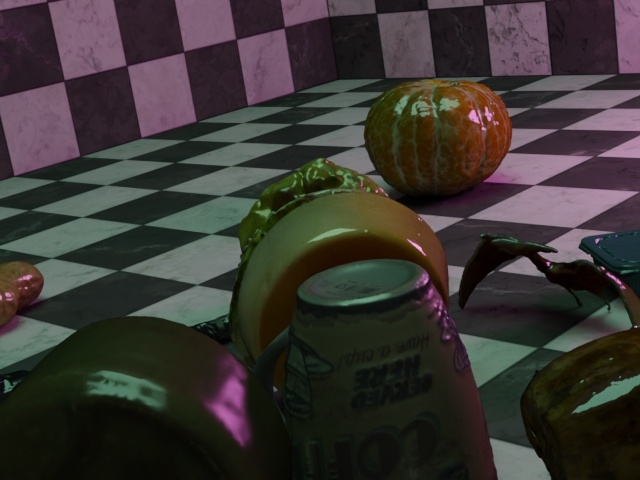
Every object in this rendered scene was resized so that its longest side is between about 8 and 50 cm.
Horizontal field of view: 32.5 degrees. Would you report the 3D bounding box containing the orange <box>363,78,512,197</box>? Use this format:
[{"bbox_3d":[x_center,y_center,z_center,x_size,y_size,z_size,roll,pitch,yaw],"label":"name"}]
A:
[{"bbox_3d":[0.257,-0.228,2.411,0.329,0.249,0.329,-3,22,1],"label":"orange"}]

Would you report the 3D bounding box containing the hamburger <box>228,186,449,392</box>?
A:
[{"bbox_3d":[0.024,0.072,1.423,0.300,0.300,0.176,-11,23,-6],"label":"hamburger"}]

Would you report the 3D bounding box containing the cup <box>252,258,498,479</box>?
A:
[{"bbox_3d":[0.035,0.155,1.192,0.301,0.257,0.227,3,17,41],"label":"cup"}]

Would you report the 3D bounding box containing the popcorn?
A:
[{"bbox_3d":[0.000,0.000,1.818,0.258,0.224,0.270,-42,44,-16],"label":"popcorn"}]

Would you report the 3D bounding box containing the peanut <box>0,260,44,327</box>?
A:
[{"bbox_3d":[-0.591,0.104,1.996,0.117,0.101,0.263,15,16,6],"label":"peanut"}]

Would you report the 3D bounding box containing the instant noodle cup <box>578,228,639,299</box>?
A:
[{"bbox_3d":[0.496,0.037,1.679,0.157,0.070,0.179,-9,15,-5],"label":"instant noodle cup"}]

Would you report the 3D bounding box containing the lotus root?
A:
[{"bbox_3d":[0.341,0.173,1.100,0.290,0.193,0.193,-13,16,-15],"label":"lotus root"}]

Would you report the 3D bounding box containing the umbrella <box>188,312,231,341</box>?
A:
[{"bbox_3d":[-0.151,0.140,1.730,0.188,0.046,0.050,-14,20,-35],"label":"umbrella"}]

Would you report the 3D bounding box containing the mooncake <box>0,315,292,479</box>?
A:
[{"bbox_3d":[-0.174,0.223,1.023,0.284,0.284,0.155,-5,16,15],"label":"mooncake"}]

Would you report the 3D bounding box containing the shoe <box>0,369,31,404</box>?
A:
[{"bbox_3d":[-0.492,0.206,1.576,0.169,0.099,0.071,-22,21,-32],"label":"shoe"}]

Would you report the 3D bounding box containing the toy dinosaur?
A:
[{"bbox_3d":[0.336,0.079,1.562,0.327,0.113,0.206,23,-8,27],"label":"toy dinosaur"}]
